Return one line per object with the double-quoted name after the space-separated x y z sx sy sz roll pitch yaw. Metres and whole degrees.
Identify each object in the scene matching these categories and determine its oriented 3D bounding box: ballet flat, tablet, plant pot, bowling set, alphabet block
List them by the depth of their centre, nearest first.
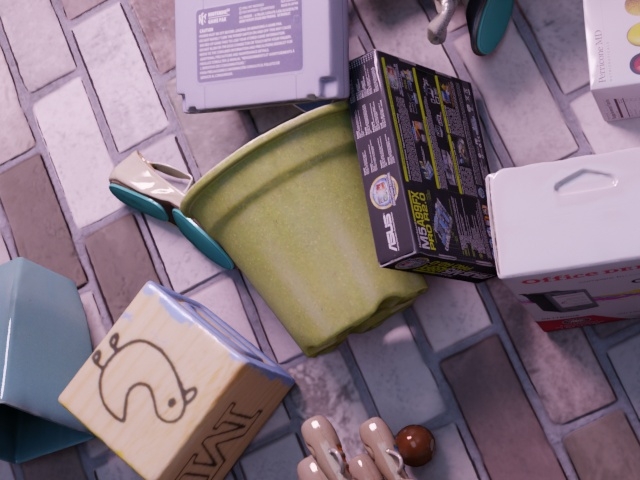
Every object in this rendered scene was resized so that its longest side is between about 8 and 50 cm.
0.078 0.310 1.759 0.200 0.287 0.154 -21 60 -17 "bowling set"
0.000 0.000 1.834 0.276 0.276 0.254 -31 80 9 "plant pot"
-0.183 0.195 1.867 0.192 0.193 0.197 36 90 24 "alphabet block"
0.232 -0.345 1.929 0.074 0.074 0.203 21 88 22 "ballet flat"
-0.413 0.155 1.951 0.166 0.165 0.234 -21 56 34 "plant pot"
-0.188 -0.050 1.993 0.248 0.086 0.086 32 89 23 "ballet flat"
-0.018 -0.208 2.008 0.083 0.006 0.054 33 89 22 "tablet"

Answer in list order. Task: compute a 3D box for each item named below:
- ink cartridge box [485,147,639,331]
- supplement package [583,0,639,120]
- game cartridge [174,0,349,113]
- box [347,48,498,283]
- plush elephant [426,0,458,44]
0.334 0.005 1.678 0.226 0.306 0.131 -10 74 17 "ink cartridge box"
0.461 -0.244 1.789 0.244 0.134 0.139 -7 75 17 "supplement package"
-0.077 -0.269 1.845 0.294 0.060 0.196 0 95 44 "game cartridge"
0.136 -0.090 1.814 0.060 0.216 0.270 -23 70 36 "box"
0.109 -0.404 1.834 0.330 0.272 0.255 2 33 -18 "plush elephant"
